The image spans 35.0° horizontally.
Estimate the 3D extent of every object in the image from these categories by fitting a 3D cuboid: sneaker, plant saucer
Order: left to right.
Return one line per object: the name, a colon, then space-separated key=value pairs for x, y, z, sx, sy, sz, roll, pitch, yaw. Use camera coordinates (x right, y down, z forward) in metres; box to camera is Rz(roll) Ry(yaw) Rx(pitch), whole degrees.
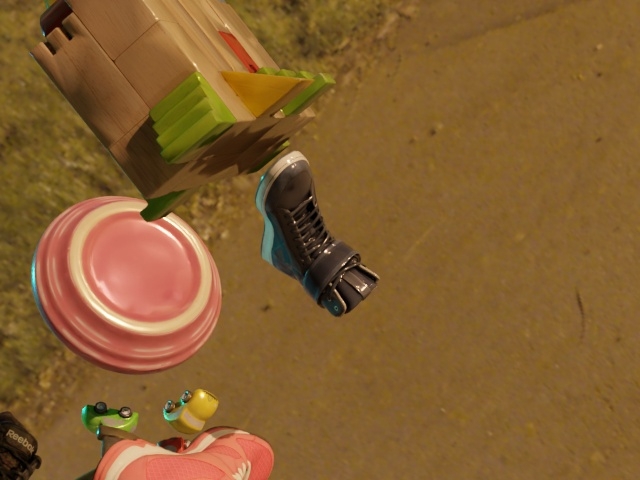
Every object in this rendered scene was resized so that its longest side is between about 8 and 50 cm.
sneaker: x=-0.423 y=0.302 z=1.283 sx=0.135 sy=0.098 sz=0.276 roll=-41 pitch=20 yaw=1
plant saucer: x=-0.314 y=0.060 z=1.717 sx=0.084 sy=0.332 sz=0.332 roll=-45 pitch=30 yaw=48
sneaker: x=-0.150 y=0.331 z=1.344 sx=0.136 sy=0.314 sz=0.116 roll=21 pitch=99 yaw=36
sneaker: x=0.001 y=-0.001 z=1.249 sx=0.086 sy=0.226 sz=0.163 roll=-39 pitch=65 yaw=-21

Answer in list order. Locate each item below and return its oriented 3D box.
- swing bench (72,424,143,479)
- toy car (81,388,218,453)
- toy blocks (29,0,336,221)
swing bench: x=-0.324 y=0.465 z=1.526 sx=0.254 sy=0.165 sz=0.253 roll=-45 pitch=36 yaw=22
toy car: x=-0.304 y=0.334 z=1.755 sx=0.053 sy=0.225 sz=0.239 roll=-89 pitch=14 yaw=-48
toy blocks: x=-0.146 y=-0.179 z=0.891 sx=0.190 sy=0.261 sz=0.381 roll=-38 pitch=-1 yaw=13
